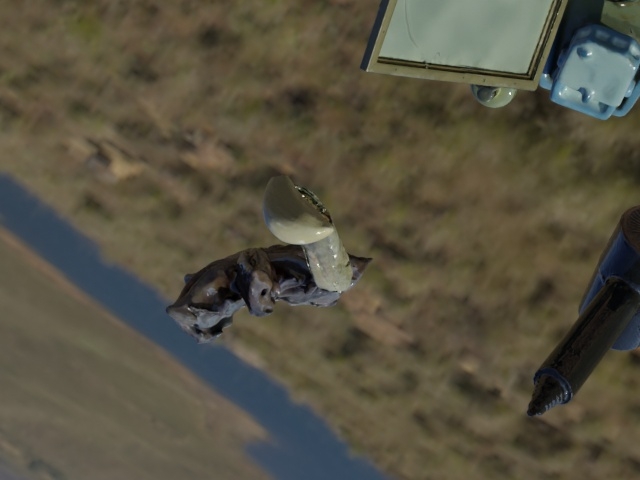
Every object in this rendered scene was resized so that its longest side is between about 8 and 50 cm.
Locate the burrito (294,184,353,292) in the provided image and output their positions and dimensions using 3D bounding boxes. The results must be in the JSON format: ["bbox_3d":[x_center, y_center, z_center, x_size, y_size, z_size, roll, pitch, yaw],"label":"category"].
[{"bbox_3d":[0.000,0.000,1.690,0.055,0.041,0.149,13,143,29],"label":"burrito"}]

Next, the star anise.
[{"bbox_3d":[-0.079,0.060,2.020,0.198,0.111,0.257,-7,-174,35],"label":"star anise"}]

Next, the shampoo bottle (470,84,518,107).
[{"bbox_3d":[0.290,-0.263,2.560,0.079,0.162,0.079,10,117,20],"label":"shampoo bottle"}]

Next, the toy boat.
[{"bbox_3d":[0.338,-0.266,1.709,0.145,0.133,0.332,23,135,4],"label":"toy boat"}]

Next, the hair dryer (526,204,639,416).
[{"bbox_3d":[0.329,0.119,1.913,0.107,0.352,0.189,34,139,16],"label":"hair dryer"}]

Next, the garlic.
[{"bbox_3d":[-0.030,-0.027,1.558,0.083,0.053,0.041,53,178,18],"label":"garlic"}]

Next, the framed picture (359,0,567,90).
[{"bbox_3d":[0.116,-0.178,1.123,0.010,0.136,0.201,31,-159,38],"label":"framed picture"}]
